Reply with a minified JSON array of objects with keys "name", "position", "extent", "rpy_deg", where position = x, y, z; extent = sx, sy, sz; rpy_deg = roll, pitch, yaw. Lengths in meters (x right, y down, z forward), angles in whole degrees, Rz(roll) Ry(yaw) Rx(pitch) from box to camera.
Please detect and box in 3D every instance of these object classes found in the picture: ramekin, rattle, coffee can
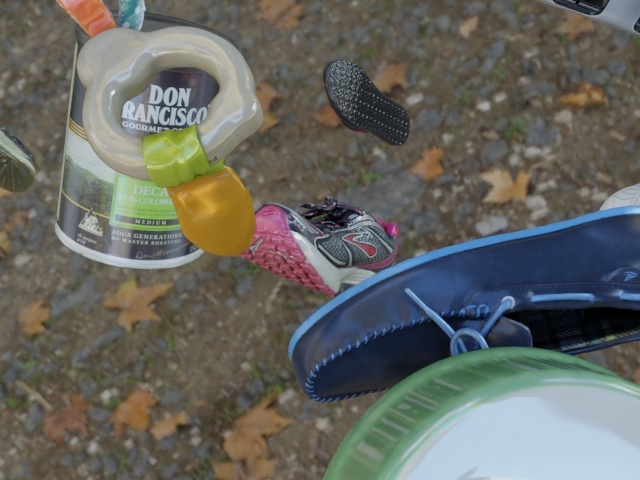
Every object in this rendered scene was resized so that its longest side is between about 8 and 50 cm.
[{"name":"ramekin","position":[0.146,0.221,0.725],"extent":[0.303,0.303,0.148],"rpy_deg":[-36,-4,-7]},{"name":"rattle","position":[-0.117,-0.103,0.828],"extent":[0.130,0.143,0.200],"rpy_deg":[-49,59,2]},{"name":"coffee can","position":[-0.222,-0.130,1.391],"extent":[0.202,0.275,0.201],"rpy_deg":[10,24,-5]}]

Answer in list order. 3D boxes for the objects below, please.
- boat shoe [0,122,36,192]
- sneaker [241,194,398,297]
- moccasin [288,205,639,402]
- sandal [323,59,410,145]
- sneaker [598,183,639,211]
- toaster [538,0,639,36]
[{"name":"boat shoe","position":[-0.530,-0.163,1.681],"extent":[0.080,0.223,0.073],"rpy_deg":[-42,23,16]},{"name":"sneaker","position":[0.000,0.000,1.237],"extent":[0.121,0.299,0.112],"rpy_deg":[21,88,24]},{"name":"moccasin","position":[0.146,0.067,0.889],"extent":[0.342,0.137,0.116],"rpy_deg":[-20,58,-2]},{"name":"sandal","position":[0.046,-0.152,1.265],"extent":[0.040,0.179,0.067],"rpy_deg":[4,77,33]},{"name":"sneaker","position":[0.351,-0.035,1.180],"extent":[0.152,0.054,0.061],"rpy_deg":[-44,14,34]},{"name":"toaster","position":[0.247,-0.255,0.925],"extent":[0.168,0.110,0.185],"rpy_deg":[16,33,-15]}]
